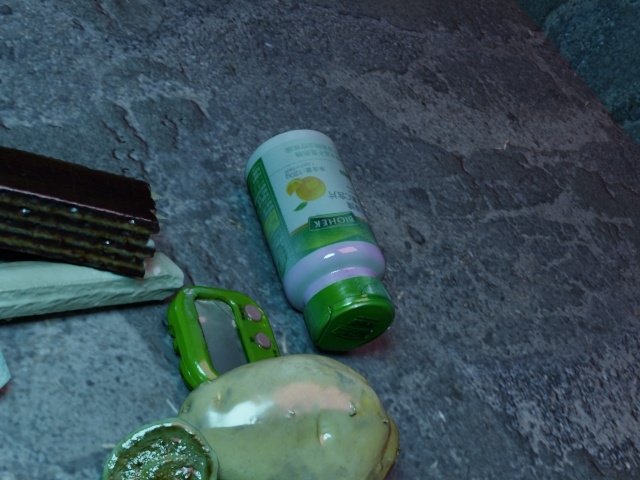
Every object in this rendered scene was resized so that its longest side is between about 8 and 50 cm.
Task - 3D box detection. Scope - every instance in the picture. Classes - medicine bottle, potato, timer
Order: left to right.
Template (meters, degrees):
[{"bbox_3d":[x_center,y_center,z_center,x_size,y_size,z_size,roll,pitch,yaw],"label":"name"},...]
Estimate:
[{"bbox_3d":[-0.105,0.115,1.084,0.128,0.047,0.140,12,45,-40],"label":"timer"},{"bbox_3d":[-0.023,0.187,0.994,0.234,0.128,0.161,28,68,-17],"label":"potato"},{"bbox_3d":[0.000,0.000,1.241,0.133,0.133,0.274,10,47,-39],"label":"medicine bottle"}]

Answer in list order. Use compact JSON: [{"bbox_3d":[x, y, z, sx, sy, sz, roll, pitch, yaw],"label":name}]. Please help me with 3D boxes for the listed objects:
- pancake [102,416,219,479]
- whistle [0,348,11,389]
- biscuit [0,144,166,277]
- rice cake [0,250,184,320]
[{"bbox_3d":[-0.146,0.214,0.910,0.108,0.017,0.108,2,82,-15],"label":"pancake"},{"bbox_3d":[-0.359,0.049,0.870,0.223,0.122,0.123,58,31,-14],"label":"whistle"},{"bbox_3d":[-0.281,-0.037,1.002,0.252,0.070,0.106,13,25,-25],"label":"biscuit"},{"bbox_3d":[-0.253,0.044,1.007,0.256,0.052,0.057,-5,52,-48],"label":"rice cake"}]
